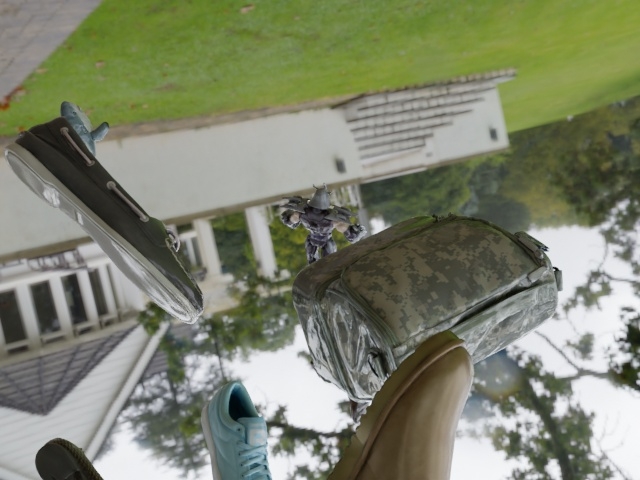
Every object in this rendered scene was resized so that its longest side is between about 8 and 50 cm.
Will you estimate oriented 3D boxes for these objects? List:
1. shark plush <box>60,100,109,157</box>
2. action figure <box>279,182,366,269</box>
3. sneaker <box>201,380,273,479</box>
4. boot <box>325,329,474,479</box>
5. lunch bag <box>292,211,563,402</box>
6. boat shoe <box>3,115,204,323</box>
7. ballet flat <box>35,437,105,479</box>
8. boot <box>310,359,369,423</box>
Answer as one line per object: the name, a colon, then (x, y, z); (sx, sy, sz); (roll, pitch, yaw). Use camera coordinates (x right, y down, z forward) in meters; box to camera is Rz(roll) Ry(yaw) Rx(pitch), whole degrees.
shark plush: (-0.403, -0.138, 1.190); (0.073, 0.161, 0.067); (13, 177, 22)
action figure: (0.000, 0.000, 1.556); (0.185, 0.285, 0.099); (22, -140, 26)
sneaker: (-0.177, 0.489, 1.725); (0.135, 0.366, 0.150); (2, 132, -39)
boot: (0.134, 0.235, 0.554); (0.269, 0.236, 0.089); (36, -163, 27)
lunch bag: (0.150, 0.094, 1.039); (0.305, 0.212, 0.256); (-23, -164, -23)
boat shoe: (-0.258, -0.035, 0.956); (0.095, 0.335, 0.112); (-47, 176, -26)
ballet flat: (-0.297, 0.374, 1.009); (0.084, 0.250, 0.058); (-42, 171, 9)
boot: (0.030, 0.244, 1.252); (0.114, 0.106, 0.037); (13, -172, 37)
